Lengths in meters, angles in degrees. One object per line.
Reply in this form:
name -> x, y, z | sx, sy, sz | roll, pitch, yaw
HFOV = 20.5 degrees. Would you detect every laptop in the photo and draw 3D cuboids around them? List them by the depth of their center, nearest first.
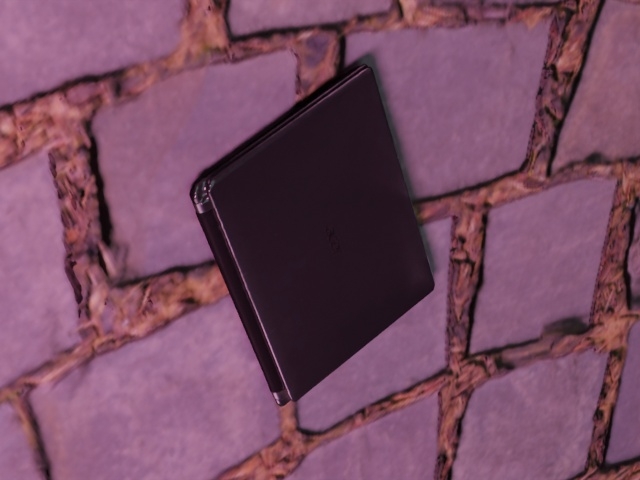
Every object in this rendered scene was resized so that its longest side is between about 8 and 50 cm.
laptop -> 0.000, 0.000, 1.013 | 0.129, 0.016, 0.180 | -38, 135, -20
